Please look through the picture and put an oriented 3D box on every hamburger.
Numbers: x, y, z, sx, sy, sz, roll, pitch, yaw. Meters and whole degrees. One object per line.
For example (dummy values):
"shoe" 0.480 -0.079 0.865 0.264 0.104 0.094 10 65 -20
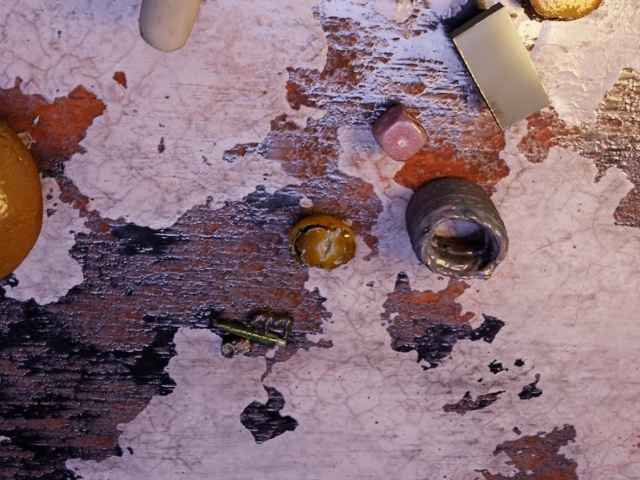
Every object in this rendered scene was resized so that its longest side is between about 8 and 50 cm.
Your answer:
"hamburger" 0.476 -0.525 1.489 0.182 0.118 0.191 21 113 -12

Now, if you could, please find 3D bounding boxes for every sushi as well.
"sushi" -0.221 0.270 1.947 0.083 0.044 0.046 -5 98 -3

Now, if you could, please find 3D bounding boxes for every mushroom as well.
"mushroom" -0.245 -0.514 1.360 0.314 0.314 0.336 15 134 -12

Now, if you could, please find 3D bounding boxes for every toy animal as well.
"toy animal" -0.135 0.211 1.909 0.136 0.047 0.065 9 114 -7

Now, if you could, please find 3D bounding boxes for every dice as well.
"dice" 0.174 -0.238 1.646 0.093 0.091 0.094 -39 114 17

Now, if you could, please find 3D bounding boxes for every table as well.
"table" 0.373 -0.373 1.571 0.122 0.111 0.240 -30 118 13

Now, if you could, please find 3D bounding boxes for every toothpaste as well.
"toothpaste" -0.183 0.239 1.925 0.204 0.049 0.031 19 97 -17

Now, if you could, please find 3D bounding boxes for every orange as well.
"orange" -0.738 -0.092 1.545 0.322 0.322 0.357 10 109 -10
"orange" 0.000 0.000 1.760 0.160 0.112 0.170 -22 143 -4

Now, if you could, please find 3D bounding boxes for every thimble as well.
"thimble" 0.318 -0.020 1.738 0.236 0.172 0.205 35 115 -23
